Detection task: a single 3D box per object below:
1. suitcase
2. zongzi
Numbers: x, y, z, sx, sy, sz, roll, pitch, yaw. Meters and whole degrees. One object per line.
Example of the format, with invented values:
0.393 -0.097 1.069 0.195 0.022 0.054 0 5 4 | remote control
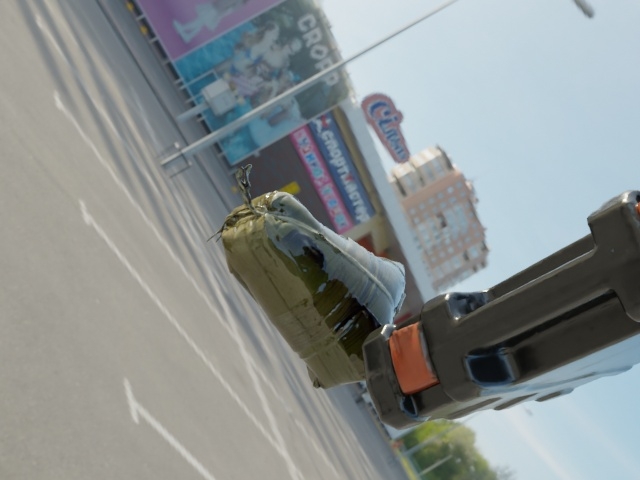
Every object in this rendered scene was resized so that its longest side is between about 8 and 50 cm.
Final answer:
0.182 0.038 0.456 0.206 0.285 0.066 3 62 -40 | suitcase
0.000 0.000 0.608 0.189 0.081 0.178 55 33 -14 | zongzi
